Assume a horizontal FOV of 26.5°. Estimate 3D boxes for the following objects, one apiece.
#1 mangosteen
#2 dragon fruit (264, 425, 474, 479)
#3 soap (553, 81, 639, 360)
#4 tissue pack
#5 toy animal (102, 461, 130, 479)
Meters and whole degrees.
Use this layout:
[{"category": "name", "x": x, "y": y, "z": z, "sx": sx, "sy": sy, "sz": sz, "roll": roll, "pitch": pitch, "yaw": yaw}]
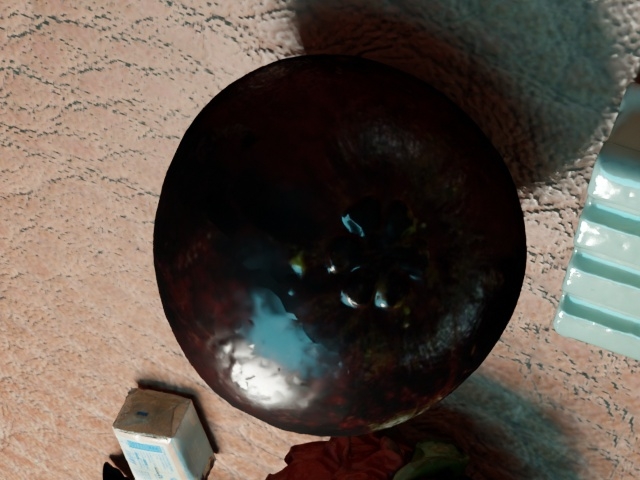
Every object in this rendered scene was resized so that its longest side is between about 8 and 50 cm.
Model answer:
[{"category": "mangosteen", "x": 0.000, "y": 0.000, "z": 0.870, "sx": 0.235, "sy": 0.235, "sz": 0.261, "roll": 42, "pitch": 174, "yaw": -14}, {"category": "dragon fruit", "x": 0.028, "y": 0.289, "z": 1.106, "sx": 0.234, "sy": 0.234, "sz": 0.293, "roll": 23, "pitch": 109, "yaw": 10}, {"category": "soap", "x": 0.283, "y": 0.022, "z": 0.791, "sx": 0.266, "sy": 0.087, "sz": 0.159, "roll": 19, "pitch": 140, "yaw": 15}, {"category": "tissue pack", "x": -0.146, "y": 0.188, "z": 1.268, "sx": 0.074, "sy": 0.058, "sz": 0.094, "roll": 9, "pitch": 137, "yaw": 23}, {"category": "toy animal", "x": -0.149, "y": 0.319, "z": 1.367, "sx": 0.180, "sy": 0.116, "sz": 0.218, "roll": -17, "pitch": 93, "yaw": 41}]
